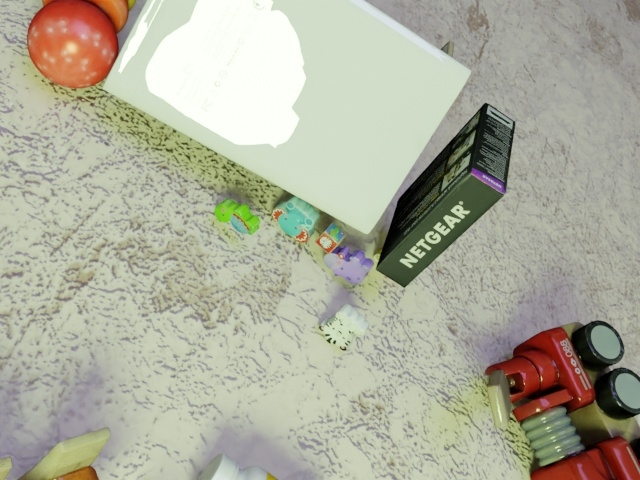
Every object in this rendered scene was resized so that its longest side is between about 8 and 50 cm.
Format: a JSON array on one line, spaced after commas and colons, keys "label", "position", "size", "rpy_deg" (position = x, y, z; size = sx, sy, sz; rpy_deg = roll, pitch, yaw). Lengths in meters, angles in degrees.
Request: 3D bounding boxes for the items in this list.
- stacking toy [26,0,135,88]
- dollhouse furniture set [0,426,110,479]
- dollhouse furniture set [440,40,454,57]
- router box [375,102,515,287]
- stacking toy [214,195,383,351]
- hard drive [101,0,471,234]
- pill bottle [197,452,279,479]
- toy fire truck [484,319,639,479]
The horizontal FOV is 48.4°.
[{"label": "stacking toy", "position": [-0.244, -0.305, 0.792], "size": [0.141, 0.141, 0.330], "rpy_deg": [18, 57, -27]}, {"label": "dollhouse furniture set", "position": [-0.204, 0.285, 0.427], "size": [0.259, 0.135, 0.262], "rpy_deg": [-7, 65, -52]}, {"label": "dollhouse furniture set", "position": [-0.004, -0.244, 0.869], "size": [0.302, 0.197, 0.151], "rpy_deg": [30, 49, -17]}, {"label": "router box", "position": [0.136, -0.047, 0.781], "size": [0.046, 0.179, 0.133], "rpy_deg": [32, 45, -8]}, {"label": "stacking toy", "position": [0.000, 0.000, 0.813], "size": [0.221, 0.052, 0.167], "rpy_deg": [43, 42, -1]}, {"label": "hard drive", "position": [-0.031, -0.170, 0.743], "size": [0.319, 0.210, 0.040], "rpy_deg": [28, 13, -16]}, {"label": "pill bottle", "position": [-0.050, 0.231, 0.597], "size": [0.116, 0.065, 0.065], "rpy_deg": [38, 45, -8]}, {"label": "toy fire truck", "position": [0.266, 0.211, 0.806], "size": [0.246, 0.158, 0.217], "rpy_deg": [-8, 66, -28]}]
